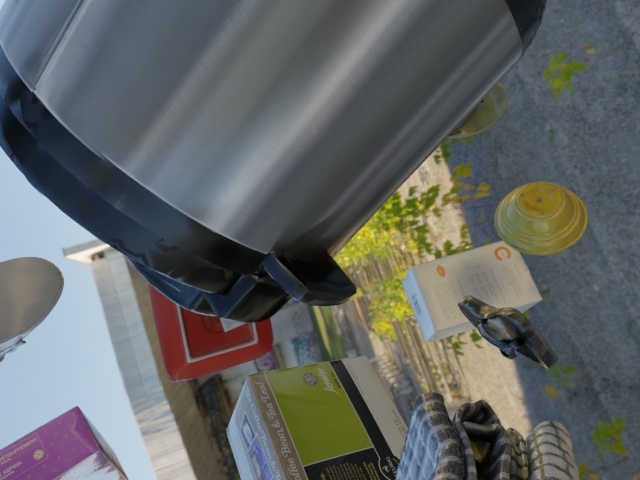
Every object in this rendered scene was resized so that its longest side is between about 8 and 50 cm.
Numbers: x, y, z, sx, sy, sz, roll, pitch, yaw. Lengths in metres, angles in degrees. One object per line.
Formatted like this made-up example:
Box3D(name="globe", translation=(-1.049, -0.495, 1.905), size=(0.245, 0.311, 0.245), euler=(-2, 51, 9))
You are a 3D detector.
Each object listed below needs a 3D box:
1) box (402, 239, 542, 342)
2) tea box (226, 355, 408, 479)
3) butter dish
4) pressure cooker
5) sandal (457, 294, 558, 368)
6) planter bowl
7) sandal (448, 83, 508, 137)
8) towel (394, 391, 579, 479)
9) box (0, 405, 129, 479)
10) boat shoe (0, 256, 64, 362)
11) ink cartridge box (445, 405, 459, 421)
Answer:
Box3D(name="box", translation=(0.464, 0.158, 1.540), size=(0.168, 0.346, 0.215), euler=(89, 165, -67))
Box3D(name="tea box", translation=(0.008, 0.464, 1.072), size=(0.329, 0.324, 0.220), euler=(59, 137, 42))
Box3D(name="butter dish", translation=(-0.166, 0.105, 0.731), size=(0.118, 0.160, 0.160), euler=(0, 101, 66))
Box3D(name="pressure cooker", translation=(-0.077, -0.157, 0.458), size=(0.376, 0.420, 0.370), euler=(35, -162, -21))
Box3D(name="sandal", translation=(0.277, 0.148, 0.760), size=(0.097, 0.054, 0.254), euler=(51, 176, -3))
Box3D(name="planter bowl", translation=(0.544, -0.079, 1.220), size=(0.090, 0.217, 0.217), euler=(54, -171, -52))
Box3D(name="sandal", translation=(0.305, -0.300, 1.166), size=(0.086, 0.303, 0.120), euler=(-152, 48, -85))
Box3D(name="towel", translation=(0.074, 0.268, 0.328), size=(0.235, 0.121, 0.283), euler=(-22, -52, -67))
Box3D(name="box", translation=(-0.340, 0.302, 0.563), size=(0.057, 0.201, 0.293), euler=(52, 150, 18))
Box3D(name="boat shoe", translation=(-0.590, 0.180, 0.825), size=(0.136, 0.367, 0.156), euler=(41, 155, -6))
Box3D(name="ink cartridge box", translation=(0.317, 0.483, 1.109), size=(0.127, 0.176, 0.128), euler=(19, 179, 37))
